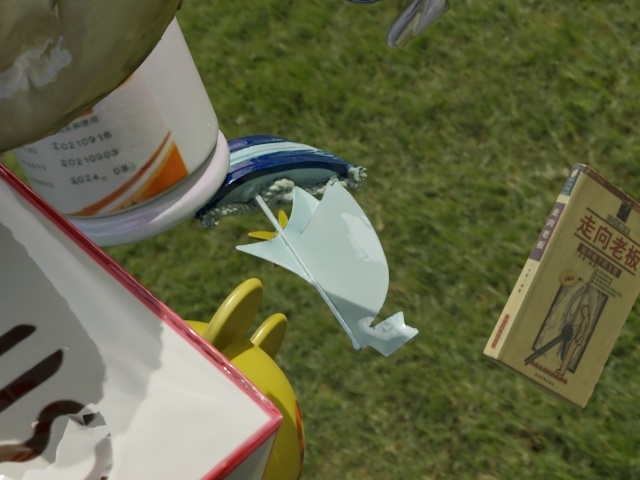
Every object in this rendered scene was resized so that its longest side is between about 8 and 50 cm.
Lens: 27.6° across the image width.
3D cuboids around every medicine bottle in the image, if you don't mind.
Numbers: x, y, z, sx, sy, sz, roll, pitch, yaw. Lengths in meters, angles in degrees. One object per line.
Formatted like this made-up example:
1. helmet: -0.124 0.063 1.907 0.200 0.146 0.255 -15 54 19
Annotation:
1. medicine bottle: -0.229 -0.171 1.254 0.202 0.316 0.202 -14 35 10

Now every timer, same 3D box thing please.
1. timer: -0.171 0.238 1.785 0.376 0.376 0.387 20 77 49

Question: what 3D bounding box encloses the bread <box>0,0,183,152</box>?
1. bread: -0.173 -0.140 0.579 0.314 0.192 0.171 20 42 23

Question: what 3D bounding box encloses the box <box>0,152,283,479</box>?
1. box: -0.243 0.155 0.693 0.300 0.312 0.314 40 54 18

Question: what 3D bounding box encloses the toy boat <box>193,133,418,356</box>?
1. toy boat: 0.000 0.000 1.343 0.291 0.220 0.067 51 139 30

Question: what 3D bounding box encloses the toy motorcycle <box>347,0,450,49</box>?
1. toy motorcycle: 0.165 -0.337 1.330 0.340 0.223 0.108 -41 21 24

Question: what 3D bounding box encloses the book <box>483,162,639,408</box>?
1. book: 0.280 0.053 1.409 0.026 0.161 0.231 18 80 55
